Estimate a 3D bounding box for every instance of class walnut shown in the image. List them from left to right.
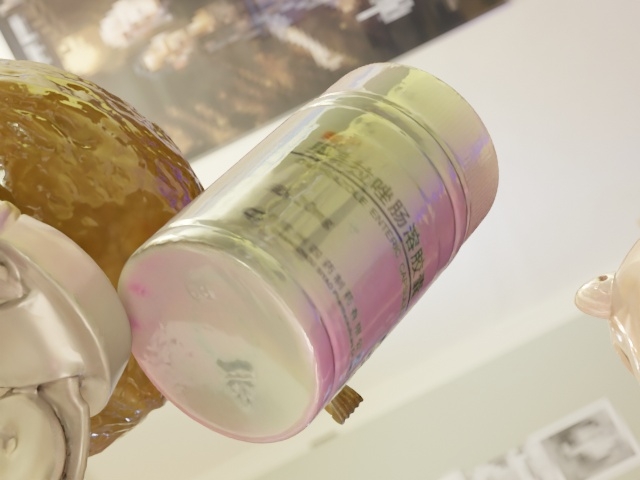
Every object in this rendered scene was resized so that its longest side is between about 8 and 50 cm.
[{"bbox_3d":[-0.235,0.018,1.143,0.332,0.333,0.333,63,178,4],"label":"walnut"}]

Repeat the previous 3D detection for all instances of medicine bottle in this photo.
[{"bbox_3d":[0.000,0.000,0.984,0.152,0.254,0.152,20,131,24],"label":"medicine bottle"}]

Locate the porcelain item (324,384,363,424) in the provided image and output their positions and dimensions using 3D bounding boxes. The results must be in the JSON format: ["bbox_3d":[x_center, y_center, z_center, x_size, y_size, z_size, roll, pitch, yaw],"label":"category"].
[{"bbox_3d":[-0.052,0.101,1.438,0.213,0.084,0.054,35,169,23],"label":"porcelain item"}]

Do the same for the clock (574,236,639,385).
[{"bbox_3d":[0.498,0.088,1.666,0.377,0.368,0.250,39,140,49],"label":"clock"}]

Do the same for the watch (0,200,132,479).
[{"bbox_3d":[-0.257,0.079,0.869,0.196,0.231,0.244,-9,123,41],"label":"watch"}]
